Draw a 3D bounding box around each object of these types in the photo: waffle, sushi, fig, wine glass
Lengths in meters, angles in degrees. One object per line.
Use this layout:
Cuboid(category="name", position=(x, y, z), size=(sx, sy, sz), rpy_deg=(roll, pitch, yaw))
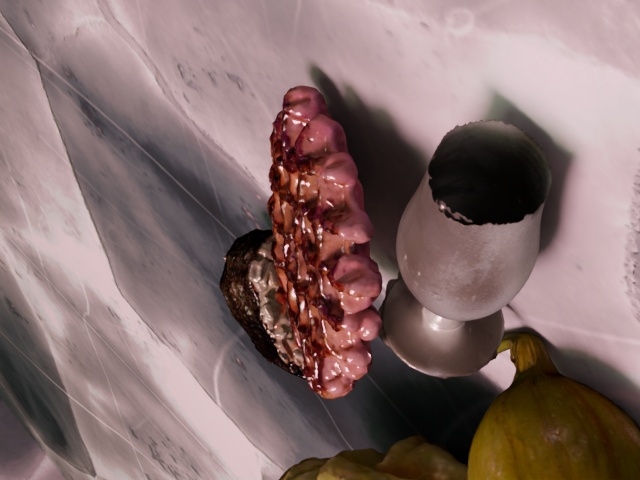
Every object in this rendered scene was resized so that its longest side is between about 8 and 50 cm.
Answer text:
Cuboid(category="waffle", position=(0.000, 0.000, 1.126), size=(0.221, 0.055, 0.234), rpy_deg=(103, 153, -56))
Cuboid(category="sushi", position=(-0.028, 0.061, 1.318), size=(0.078, 0.090, 0.150), rpy_deg=(1, 124, 55))
Cuboid(category="fig", position=(0.180, 0.154, 1.061), size=(0.142, 0.186, 0.148), rpy_deg=(0, 166, 7))
Cuboid(category="wine glass", position=(0.099, 0.008, 1.003), size=(0.103, 0.103, 0.222), rpy_deg=(43, 155, 19))

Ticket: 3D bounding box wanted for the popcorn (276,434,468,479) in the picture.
Cuboid(category="popcorn", position=(0.061, 0.313, 1.276), size=(0.335, 0.274, 0.279), rpy_deg=(-136, 53, -84))
